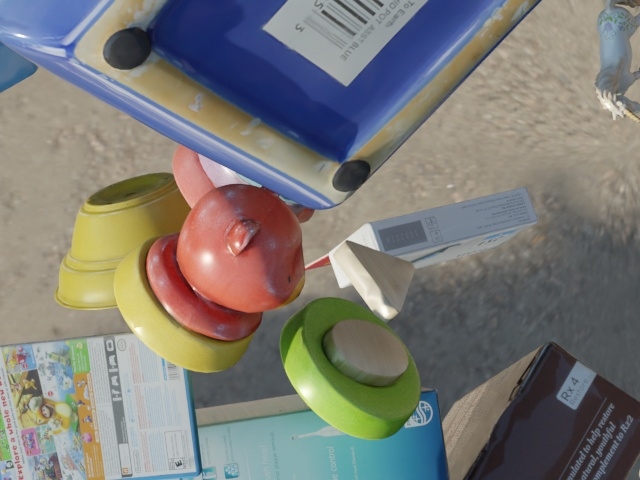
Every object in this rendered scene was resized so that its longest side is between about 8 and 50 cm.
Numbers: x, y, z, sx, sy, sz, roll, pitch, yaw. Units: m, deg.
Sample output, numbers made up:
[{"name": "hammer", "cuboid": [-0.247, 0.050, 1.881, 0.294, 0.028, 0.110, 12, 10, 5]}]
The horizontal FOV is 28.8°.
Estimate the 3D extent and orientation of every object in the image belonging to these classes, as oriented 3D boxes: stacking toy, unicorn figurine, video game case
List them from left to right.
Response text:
[{"name": "video game case", "cuboid": [-0.182, 0.135, 0.992, 0.166, 0.015, 0.119, -6, 94, 6]}, {"name": "stacking toy", "cuboid": [0.000, 0.000, 1.041, 0.280, 0.309, 0.130, 32, 124, -16]}, {"name": "unicorn figurine", "cuboid": [0.312, -0.183, 1.288, 0.060, 0.111, 0.161, -18, 83, 35]}]

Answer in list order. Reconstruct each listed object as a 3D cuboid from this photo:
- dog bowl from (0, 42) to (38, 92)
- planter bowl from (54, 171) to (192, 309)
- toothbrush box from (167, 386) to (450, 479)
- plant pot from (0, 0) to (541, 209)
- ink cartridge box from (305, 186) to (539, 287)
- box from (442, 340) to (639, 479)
[{"name": "dog bowl", "cuboid": [-0.195, -0.163, 0.829, 0.297, 0.166, 0.074, -33, 82, -12]}, {"name": "planter bowl", "cuboid": [-0.186, -0.014, 1.301, 0.217, 0.217, 0.090, -11, 109, 14]}, {"name": "toothbrush box", "cuboid": [-0.047, 0.214, 1.167, 0.296, 0.216, 0.126, -6, 87, -9]}, {"name": "plant pot", "cuboid": [-0.025, -0.163, 0.564, 0.236, 0.236, 0.212, -45, 46, 16]}, {"name": "ink cartridge box", "cuboid": [0.145, 0.011, 1.925, 0.296, 0.261, 0.066, -13, 78, -29]}, {"name": "box", "cuboid": [0.197, 0.252, 1.336, 0.143, 0.381, 0.191, 33, 73, 4]}]
